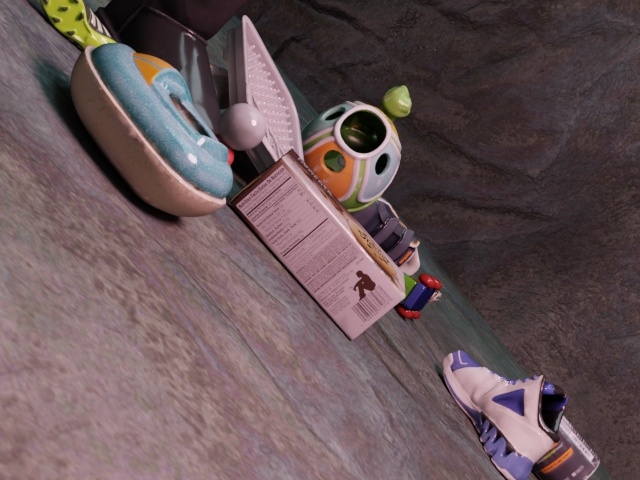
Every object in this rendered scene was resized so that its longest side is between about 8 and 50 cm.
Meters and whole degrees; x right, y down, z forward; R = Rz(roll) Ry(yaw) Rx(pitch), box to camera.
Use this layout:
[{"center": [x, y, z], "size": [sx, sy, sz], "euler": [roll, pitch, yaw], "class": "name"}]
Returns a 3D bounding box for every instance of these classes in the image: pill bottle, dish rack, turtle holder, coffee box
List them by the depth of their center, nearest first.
[{"center": [0.000, 0.000, 1.520], "size": [0.297, 0.119, 0.168], "euler": [48, 10, -4], "class": "coffee box"}, {"center": [-0.111, -0.232, 1.750], "size": [0.285, 0.072, 0.332], "euler": [58, 19, -46], "class": "dish rack"}, {"center": [0.479, 0.422, 2.010], "size": [0.245, 0.130, 0.130], "euler": [50, 9, 8], "class": "pill bottle"}, {"center": [0.093, -0.208, 2.119], "size": [0.243, 0.321, 0.227], "euler": [68, -23, 15], "class": "turtle holder"}]

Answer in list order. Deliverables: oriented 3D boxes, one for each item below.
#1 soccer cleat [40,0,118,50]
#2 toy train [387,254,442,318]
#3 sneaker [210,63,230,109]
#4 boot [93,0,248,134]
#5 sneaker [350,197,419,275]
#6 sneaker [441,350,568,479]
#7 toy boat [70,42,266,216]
[{"center": [-0.358, -0.320, 1.377], "size": [0.179, 0.060, 0.072], "euler": [50, -3, -35], "class": "soccer cleat"}, {"center": [0.199, 0.101, 2.143], "size": [0.143, 0.105, 0.248], "euler": [38, 6, 16], "class": "toy train"}, {"center": [-0.219, -0.261, 1.699], "size": [0.121, 0.099, 0.262], "euler": [62, 17, 13], "class": "sneaker"}, {"center": [-0.129, -0.385, 1.457], "size": [0.367, 0.445, 0.146], "euler": [53, 10, 22], "class": "boot"}, {"center": [0.165, -0.010, 2.312], "size": [0.127, 0.126, 0.321], "euler": [51, 9, 34], "class": "sneaker"}, {"center": [0.381, 0.318, 1.815], "size": [0.127, 0.182, 0.315], "euler": [44, 10, -36], "class": "sneaker"}, {"center": [-0.179, -0.147, 1.193], "size": [0.267, 0.148, 0.318], "euler": [51, 10, 15], "class": "toy boat"}]
